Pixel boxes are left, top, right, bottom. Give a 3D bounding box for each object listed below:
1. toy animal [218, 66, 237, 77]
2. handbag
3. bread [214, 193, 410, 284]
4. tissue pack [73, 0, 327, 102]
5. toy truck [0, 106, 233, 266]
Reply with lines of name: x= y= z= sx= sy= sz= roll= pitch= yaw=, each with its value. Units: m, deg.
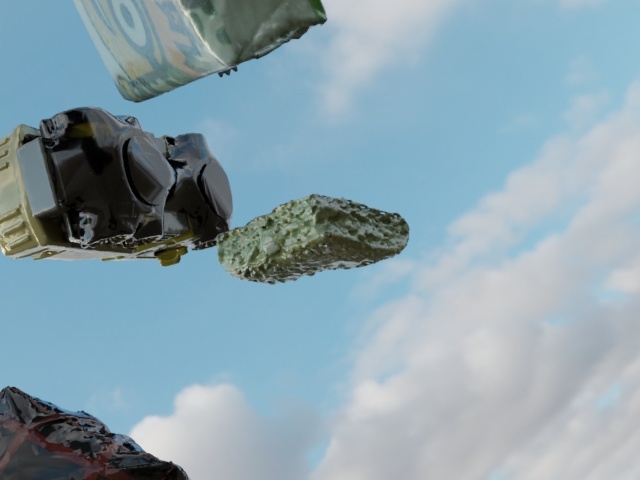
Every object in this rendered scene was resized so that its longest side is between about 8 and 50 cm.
toy animal: x=-0.150 y=-0.500 z=1.674 sx=0.284 sy=0.225 sz=0.302 roll=-25 pitch=-42 yaw=6
handbag: x=-0.245 y=0.252 z=0.880 sx=0.169 sy=0.215 sz=0.155 roll=-62 pitch=-15 yaw=-19
bread: x=0.000 y=0.000 z=1.036 sx=0.232 sy=0.064 sz=0.172 roll=-8 pitch=-19 yaw=-10
tissue pack: x=-0.141 y=-0.260 z=0.843 sx=0.128 sy=0.311 sz=0.228 roll=-30 pitch=-74 yaw=-22
toy truck: x=-0.298 y=-0.055 z=1.279 sx=0.254 sy=0.181 sz=0.405 roll=-17 pitch=-7 yaw=20
